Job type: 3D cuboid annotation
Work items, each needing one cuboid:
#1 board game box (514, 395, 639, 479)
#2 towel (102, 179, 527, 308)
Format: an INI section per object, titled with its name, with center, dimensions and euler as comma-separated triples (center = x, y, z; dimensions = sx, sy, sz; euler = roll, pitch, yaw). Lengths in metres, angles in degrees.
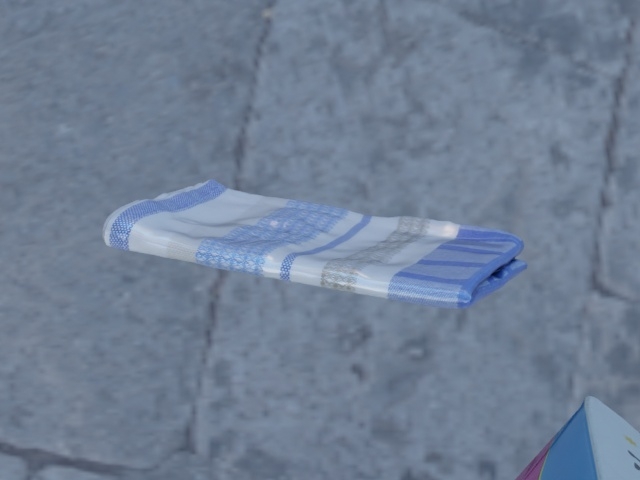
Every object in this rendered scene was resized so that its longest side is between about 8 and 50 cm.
[board game box]
center = 0.021, 0.214, 0.580
dimensions = 0.097, 0.224, 0.303
euler = 40, 102, -5
[towel]
center = 0.000, 0.000, 1.457
dimensions = 0.209, 0.285, 0.034
euler = -24, 123, -70
